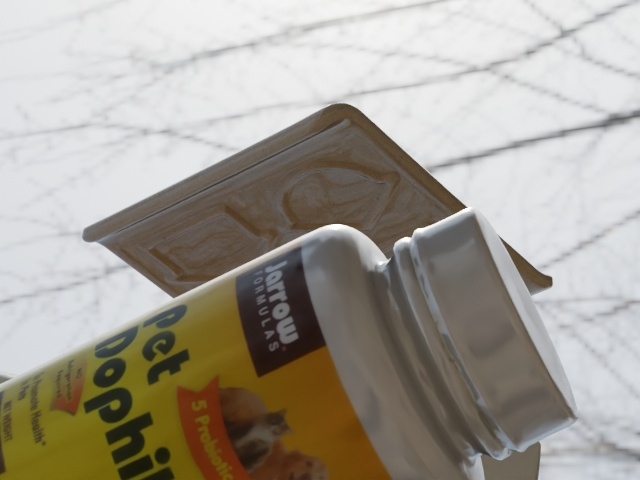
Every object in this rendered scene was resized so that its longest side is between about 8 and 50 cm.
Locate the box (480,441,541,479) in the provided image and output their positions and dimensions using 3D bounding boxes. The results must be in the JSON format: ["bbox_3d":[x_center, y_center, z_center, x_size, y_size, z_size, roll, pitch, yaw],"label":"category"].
[{"bbox_3d":[0.025,0.308,1.500,0.215,0.168,0.345,8,-94,-17],"label":"box"}]

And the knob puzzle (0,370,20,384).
[{"bbox_3d":[-0.188,0.150,1.001,0.030,0.213,0.213,-15,-82,-40],"label":"knob puzzle"}]

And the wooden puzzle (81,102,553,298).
[{"bbox_3d":[0.000,0.000,1.860,0.348,0.322,0.080,36,-136,-37],"label":"wooden puzzle"}]

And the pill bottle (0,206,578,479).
[{"bbox_3d":[-0.023,0.071,0.689,0.117,0.215,0.117,60,-170,-19],"label":"pill bottle"}]
